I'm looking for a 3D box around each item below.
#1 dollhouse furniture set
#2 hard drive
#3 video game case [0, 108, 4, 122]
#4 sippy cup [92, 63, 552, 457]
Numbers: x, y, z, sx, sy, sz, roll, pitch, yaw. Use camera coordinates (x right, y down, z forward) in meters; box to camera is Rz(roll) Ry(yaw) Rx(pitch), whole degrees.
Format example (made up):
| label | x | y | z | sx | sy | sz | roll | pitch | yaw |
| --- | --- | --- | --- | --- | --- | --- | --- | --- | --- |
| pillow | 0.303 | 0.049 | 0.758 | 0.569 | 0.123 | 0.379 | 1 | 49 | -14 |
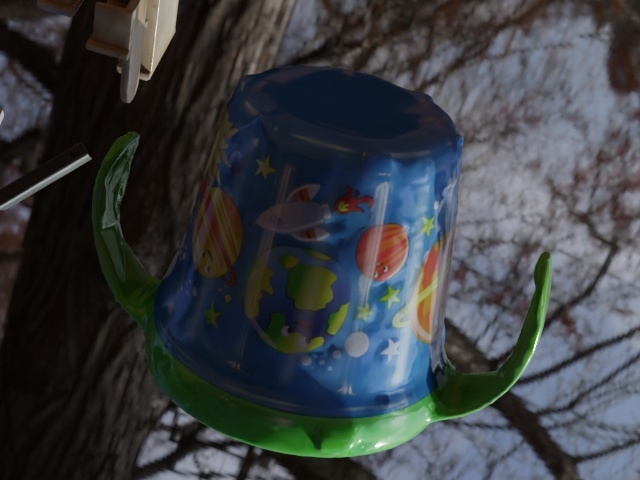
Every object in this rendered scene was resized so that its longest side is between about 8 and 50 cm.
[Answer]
| label | x | y | z | sx | sy | sz | roll | pitch | yaw |
| --- | --- | --- | --- | --- | --- | --- | --- | --- | --- |
| dollhouse furniture set | -0.366 | -0.338 | 1.601 | 0.356 | 0.174 | 0.303 | 15 | -137 | 2 |
| hard drive | -0.363 | -0.083 | 1.646 | 0.022 | 0.135 | 0.094 | 59 | 174 | -5 |
| video game case | -0.734 | -0.204 | 2.461 | 0.190 | 0.022 | 0.173 | 6 | -133 | 3 |
| sippy cup | 0.000 | 0.000 | 0.922 | 0.305 | 0.224 | 0.240 | 0 | -152 | -22 |
